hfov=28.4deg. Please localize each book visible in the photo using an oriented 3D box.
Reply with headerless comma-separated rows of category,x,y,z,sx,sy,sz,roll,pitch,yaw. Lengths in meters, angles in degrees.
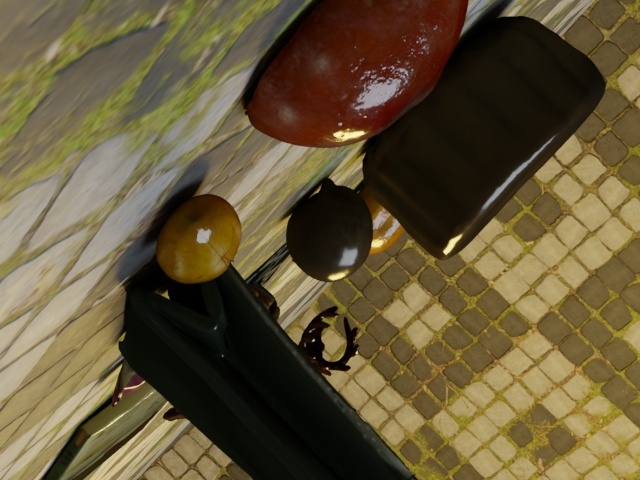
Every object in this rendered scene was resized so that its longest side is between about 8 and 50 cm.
book,-0.243,0.222,1.493,0.201,0.026,0.289,-37,172,-37

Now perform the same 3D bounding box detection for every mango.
mango,0.091,-0.052,1.827,0.165,0.089,0.115,-60,168,27
mango,-0.077,-0.001,0.796,0.060,0.046,0.089,-44,172,-7

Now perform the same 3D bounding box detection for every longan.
longan,0.011,-0.011,1.358,0.113,0.092,0.113,-20,114,-55

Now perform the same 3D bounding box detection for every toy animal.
toy animal,-0.086,0.188,1.715,0.243,0.087,0.260,-32,-174,-27

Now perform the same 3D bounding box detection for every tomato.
tomato,0.030,-0.101,0.717,0.155,0.069,0.155,-45,177,-3

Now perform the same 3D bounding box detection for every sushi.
sushi,-0.112,0.121,1.665,0.294,0.059,0.292,-44,176,-37

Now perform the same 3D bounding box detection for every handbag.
handbag,-0.046,0.133,0.962,0.079,0.260,0.247,-40,176,-16

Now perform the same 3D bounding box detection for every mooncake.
mooncake,0.184,-0.127,1.454,0.290,0.161,0.290,-46,175,-6

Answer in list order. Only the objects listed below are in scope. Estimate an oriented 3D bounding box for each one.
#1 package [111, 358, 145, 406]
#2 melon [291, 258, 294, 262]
package,-0.172,0.119,1.200,0.083,0.029,0.059,-53,-177,-21
melon,-0.003,0.005,1.817,0.098,0.054,0.182,-61,-176,-27
